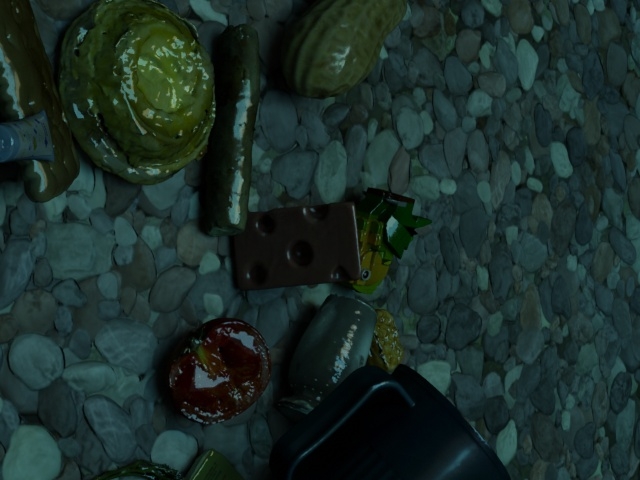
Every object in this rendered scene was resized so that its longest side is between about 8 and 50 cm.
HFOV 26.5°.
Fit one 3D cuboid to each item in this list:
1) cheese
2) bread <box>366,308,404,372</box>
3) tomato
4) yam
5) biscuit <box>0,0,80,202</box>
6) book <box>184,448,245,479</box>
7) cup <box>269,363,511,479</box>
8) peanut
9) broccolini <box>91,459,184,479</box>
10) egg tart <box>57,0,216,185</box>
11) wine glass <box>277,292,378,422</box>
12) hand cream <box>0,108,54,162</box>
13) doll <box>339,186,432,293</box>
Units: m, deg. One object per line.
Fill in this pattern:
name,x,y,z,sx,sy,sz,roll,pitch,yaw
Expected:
cheese,-0.007,0.001,2.066,0.177,0.202,0.128,-8,91,-68
bread,0.099,0.167,2.250,0.083,0.044,0.111,-32,108,-46
tomato,-0.154,0.181,1.939,0.159,0.091,0.139,-45,112,-9
yam,-0.129,-0.163,2.006,0.071,0.067,0.317,8,79,-27
biscuit,-0.369,-0.213,1.682,0.217,0.044,0.325,-93,167,-79
book,-0.129,0.501,1.977,0.352,0.035,0.239,55,52,-30
cup,0.092,0.359,1.994,0.292,0.242,0.308,-42,159,-8
peanut,0.048,-0.341,2.170,0.325,0.140,0.153,-52,142,-42
broccolini,-0.267,0.328,1.847,0.194,0.054,0.052,2,55,-41
egg tart,-0.237,-0.214,1.875,0.279,0.095,0.279,5,83,-46
wine glass,0.012,0.189,2.100,0.111,0.111,0.204,41,62,-38
hand cream,-0.341,-0.114,1.536,0.170,0.043,0.065,-30,112,-75
doll,0.091,0.001,2.210,0.186,0.106,0.134,-56,135,-15
